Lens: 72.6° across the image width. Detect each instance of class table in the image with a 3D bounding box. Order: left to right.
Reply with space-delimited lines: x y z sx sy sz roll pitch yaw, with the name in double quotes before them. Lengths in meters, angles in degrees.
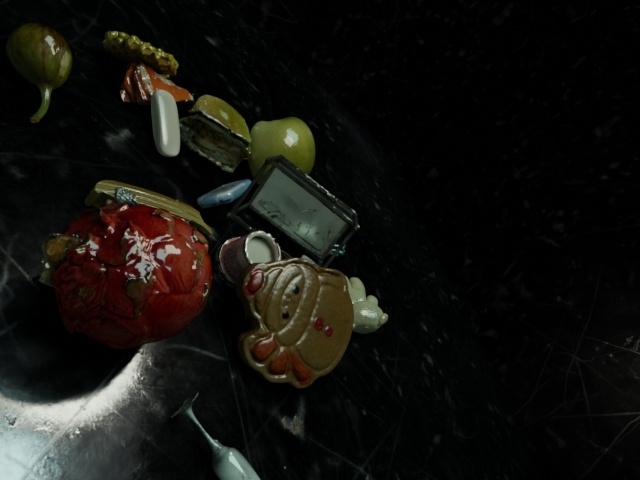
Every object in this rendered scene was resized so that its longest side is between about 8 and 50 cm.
"table" -0.075 -0.081 1.380 0.335 0.222 0.272 36 11 -4

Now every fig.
"fig" -0.669 -0.391 1.049 0.149 0.149 0.245 4 79 -58

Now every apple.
"apple" -0.136 -0.340 1.685 0.295 0.233 0.258 -58 137 -73

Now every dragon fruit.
"dragon fruit" -0.347 0.065 0.827 0.277 0.277 0.342 63 18 20

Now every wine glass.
"wine glass" -0.191 0.425 0.861 0.262 0.074 0.074 53 25 -1

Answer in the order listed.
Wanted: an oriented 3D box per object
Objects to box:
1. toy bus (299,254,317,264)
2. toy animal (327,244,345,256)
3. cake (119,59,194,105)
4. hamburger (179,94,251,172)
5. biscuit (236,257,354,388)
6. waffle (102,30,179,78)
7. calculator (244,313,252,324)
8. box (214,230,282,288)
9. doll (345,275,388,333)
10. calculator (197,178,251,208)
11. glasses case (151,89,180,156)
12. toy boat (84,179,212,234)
"toy bus" -0.069 0.150 1.403 0.109 0.091 0.262 38 26 -6
"toy animal" 0.000 0.000 1.712 0.208 0.100 0.103 32 9 -22
"cake" -0.520 -0.491 1.409 0.287 0.098 0.135 -18 92 -67
"hamburger" -0.351 -0.372 1.483 0.288 0.167 0.192 32 32 -39
"biscuit" -0.065 0.201 1.159 0.381 0.074 0.359 41 60 -30
"waffle" -0.551 -0.579 1.380 0.253 0.056 0.249 19 1 26
"calculator" -0.080 0.212 1.232 0.293 0.173 0.051 41 -15 -25
"box" -0.194 0.048 1.210 0.151 0.135 0.151 24 54 -37
"doll" 0.131 0.238 1.617 0.278 0.175 0.149 -108 -172 -50
"calculator" -0.294 -0.147 1.357 0.210 0.121 0.039 -53 132 -63
"glasses case" -0.470 -0.356 1.326 0.081 0.051 0.204 3 81 -59
"toy boat" -0.410 -0.057 1.073 0.310 0.089 0.115 23 42 -48
